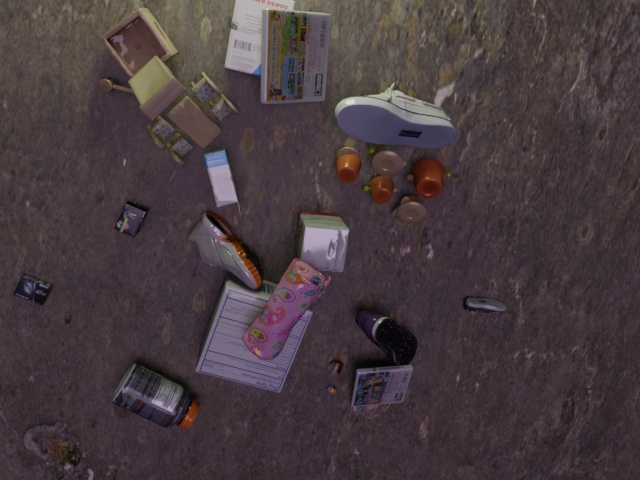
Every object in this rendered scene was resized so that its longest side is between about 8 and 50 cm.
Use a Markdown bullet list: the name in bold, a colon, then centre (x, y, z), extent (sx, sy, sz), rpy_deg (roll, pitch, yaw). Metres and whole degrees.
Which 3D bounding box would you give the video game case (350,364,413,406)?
- **video game case**: centre (0.198, 0.481, 1.672), extent (0.184, 0.023, 0.201), rpy_deg (-2, 132, -8)

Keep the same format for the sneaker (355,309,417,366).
- **sneaker**: centre (0.213, 0.304, 1.633), extent (0.107, 0.124, 0.283), rpy_deg (-51, 132, -13)

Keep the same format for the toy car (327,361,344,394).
- **toy car**: centre (0.039, 0.451, 1.665), extent (0.041, 0.060, 0.121), rpy_deg (20, 97, 19)

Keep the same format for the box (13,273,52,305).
- **box**: centre (-0.828, 0.142, 1.459), extent (0.083, 0.018, 0.067), rpy_deg (28, 101, -15)

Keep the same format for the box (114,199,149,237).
- **box**: centre (-0.532, -0.062, 1.427), extent (0.062, 0.052, 0.083), rpy_deg (25, 100, -14)

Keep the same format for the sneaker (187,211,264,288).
- **sneaker**: centre (-0.275, 0.048, 1.465), extent (0.121, 0.099, 0.262), rpy_deg (-42, 84, 18)

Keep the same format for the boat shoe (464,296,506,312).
- **boat shoe**: centre (0.543, 0.219, 1.679), extent (0.142, 0.049, 0.040), rpy_deg (9, 124, -10)

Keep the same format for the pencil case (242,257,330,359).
- **pencil case**: centre (-0.093, 0.186, 1.363), extent (0.124, 0.124, 0.284), rpy_deg (31, 104, -16)

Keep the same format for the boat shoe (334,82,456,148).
- **boat shoe**: centre (0.201, -0.363, 1.402), extent (0.368, 0.156, 0.135), rpy_deg (3, 146, -22)

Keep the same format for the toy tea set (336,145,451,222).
- **toy tea set**: centre (0.209, -0.200, 1.486), extent (0.336, 0.124, 0.200), rpy_deg (28, 132, -18)

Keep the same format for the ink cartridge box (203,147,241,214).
- **ink cartridge box**: centre (-0.270, -0.160, 1.409), extent (0.062, 0.104, 0.181), rpy_deg (-13, 108, -4)

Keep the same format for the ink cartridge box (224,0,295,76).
- **ink cartridge box**: centre (-0.161, -0.536, 1.325), extent (0.148, 0.086, 0.202), rpy_deg (11, 104, -12)

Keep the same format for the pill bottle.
- **pill bottle**: centre (-0.497, 0.488, 1.553), extent (0.246, 0.130, 0.130), rpy_deg (33, 99, -16)

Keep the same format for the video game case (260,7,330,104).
- **video game case**: centre (-0.065, -0.476, 1.322), extent (0.207, 0.026, 0.226), rpy_deg (-16, 121, -38)

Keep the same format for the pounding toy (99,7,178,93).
- **pounding toy**: centre (-0.475, -0.456, 1.303), extent (0.206, 0.094, 0.181), rpy_deg (-30, 115, 10)

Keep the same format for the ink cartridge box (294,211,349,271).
- **ink cartridge box**: centre (0.000, 0.000, 1.460), extent (0.128, 0.176, 0.128), rpy_deg (5, 105, -10)

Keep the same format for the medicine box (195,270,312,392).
- **medicine box**: centre (-0.202, 0.274, 1.525), extent (0.264, 0.149, 0.289), rpy_deg (19, 103, -13)

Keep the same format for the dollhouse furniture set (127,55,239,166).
- **dollhouse furniture set**: centre (-0.345, -0.319, 1.276), extent (0.212, 0.161, 0.242), rpy_deg (-42, 137, 4)
